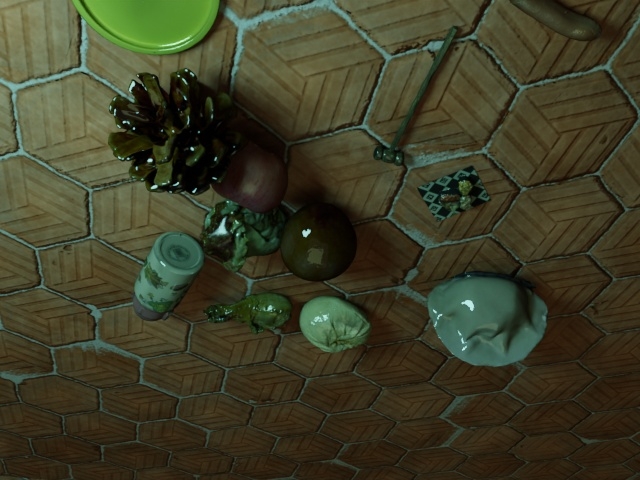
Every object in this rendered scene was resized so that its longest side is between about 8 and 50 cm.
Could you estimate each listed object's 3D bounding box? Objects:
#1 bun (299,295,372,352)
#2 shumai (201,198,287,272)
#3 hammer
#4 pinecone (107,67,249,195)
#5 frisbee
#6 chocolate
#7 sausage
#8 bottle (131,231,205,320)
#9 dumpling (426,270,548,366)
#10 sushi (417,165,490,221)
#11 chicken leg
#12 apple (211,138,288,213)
[{"bbox_3d":[0.038,0.222,1.525,0.188,0.111,0.164,31,127,-26],"label":"bun"},{"bbox_3d":[-0.157,-0.007,1.245,0.184,0.142,0.184,2,138,2],"label":"shumai"},{"bbox_3d":[0.175,-0.250,1.065,0.058,0.029,0.292,11,135,-15],"label":"hammer"},{"bbox_3d":[-0.234,-0.182,0.980,0.202,0.229,0.201,-23,142,17],"label":"pinecone"},{"bbox_3d":[-0.270,-0.390,0.907,0.235,0.017,0.236,-1,138,-1],"label":"frisbee"},{"bbox_3d":[0.000,0.000,1.243,0.176,0.177,0.177,0,138,0],"label":"chocolate"},{"bbox_3d":[0.360,-0.359,0.931,0.186,0.043,0.043,20,134,-20],"label":"sausage"},{"bbox_3d":[-0.362,0.097,1.377,0.120,0.120,0.253,18,135,-20],"label":"bottle"},{"bbox_3d":[0.399,0.168,1.403,0.292,0.205,0.163,10,126,2],"label":"dumpling"},{"bbox_3d":[0.280,-0.087,1.245,0.126,0.026,0.120,-22,135,23],"label":"sushi"},{"bbox_3d":[-0.178,0.186,1.502,0.227,0.088,0.103,-11,150,6],"label":"chicken leg"},{"bbox_3d":[-0.131,-0.123,1.115,0.153,0.153,0.120,27,95,-27],"label":"apple"}]
